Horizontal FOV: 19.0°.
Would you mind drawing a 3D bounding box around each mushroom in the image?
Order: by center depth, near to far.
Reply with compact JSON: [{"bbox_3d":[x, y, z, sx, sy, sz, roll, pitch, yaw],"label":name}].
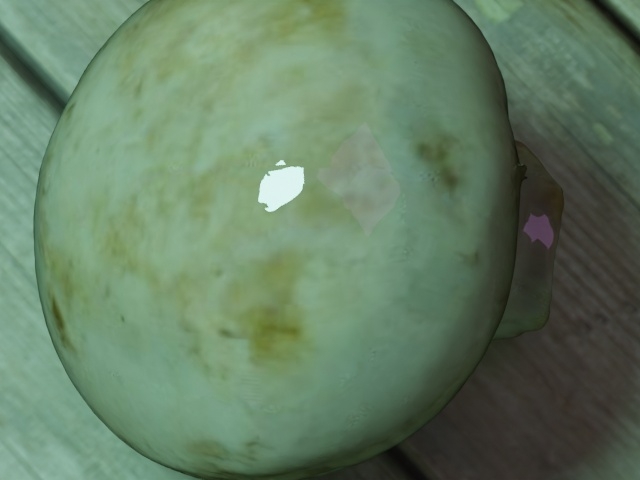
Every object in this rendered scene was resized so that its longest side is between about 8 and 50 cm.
[{"bbox_3d":[0.000,0.000,1.052,0.290,0.297,0.298,22,54,-45],"label":"mushroom"}]
